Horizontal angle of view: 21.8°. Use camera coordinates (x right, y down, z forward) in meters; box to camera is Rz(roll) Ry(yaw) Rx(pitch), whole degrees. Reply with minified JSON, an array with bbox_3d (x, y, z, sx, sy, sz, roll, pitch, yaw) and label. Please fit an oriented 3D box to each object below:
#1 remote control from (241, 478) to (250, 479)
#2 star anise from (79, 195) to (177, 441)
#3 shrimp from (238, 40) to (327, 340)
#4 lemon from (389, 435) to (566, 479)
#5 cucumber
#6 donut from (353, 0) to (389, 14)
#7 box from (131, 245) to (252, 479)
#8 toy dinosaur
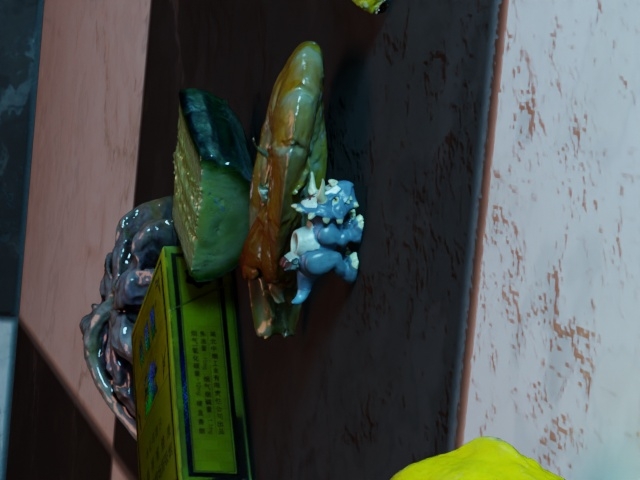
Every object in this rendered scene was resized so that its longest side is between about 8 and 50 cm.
[{"bbox_3d":[-0.072,0.282,1.255,0.063,0.025,0.245,-107,27,-47],"label":"remote control"},{"bbox_3d":[-0.174,0.081,1.553,0.230,0.081,0.262,-32,53,57],"label":"star anise"},{"bbox_3d":[-0.026,-0.028,1.098,0.115,0.051,0.217,-66,-13,-63],"label":"shrimp"},{"bbox_3d":[0.063,0.157,0.675,0.114,0.114,0.155,176,100,-73],"label":"lemon"},{"bbox_3d":[-0.080,-0.043,1.298,0.115,0.062,0.116,-108,20,-56],"label":"cucumber"},{"bbox_3d":[0.034,-0.185,1.005,0.038,0.067,0.083,59,174,52],"label":"donut"},{"bbox_3d":[-0.108,0.132,1.347,0.141,0.064,0.220,115,152,-50],"label":"box"},{"bbox_3d":[0.000,0.000,1.042,0.030,0.047,0.083,-140,57,-68],"label":"toy dinosaur"}]
